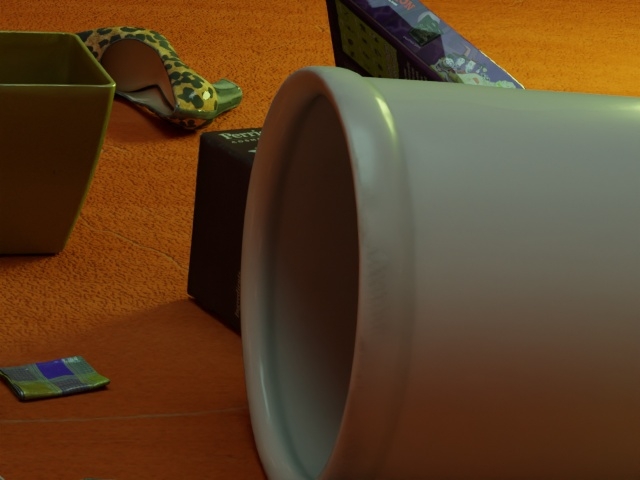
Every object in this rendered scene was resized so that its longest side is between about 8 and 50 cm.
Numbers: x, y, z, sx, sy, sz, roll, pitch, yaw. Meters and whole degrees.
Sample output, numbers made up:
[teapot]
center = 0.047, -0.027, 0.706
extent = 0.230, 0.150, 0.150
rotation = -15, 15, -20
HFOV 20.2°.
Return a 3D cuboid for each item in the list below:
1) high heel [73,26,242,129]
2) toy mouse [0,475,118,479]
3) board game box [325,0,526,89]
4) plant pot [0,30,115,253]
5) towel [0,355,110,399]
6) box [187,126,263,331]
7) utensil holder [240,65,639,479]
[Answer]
[high heel]
center = -0.241, -0.212, 2.289
extent = 0.261, 0.093, 0.186
rotation = 19, 16, 10
[toy mouse]
center = -0.149, 0.205, 1.246
extent = 0.143, 0.031, 0.161
rotation = 0, 21, -16
[board game box]
center = 0.100, -0.101, 1.651
extent = 0.056, 0.347, 0.208
rotation = -38, 68, -12
[plant pot]
center = -0.335, -0.095, 1.804
extent = 0.212, 0.187, 0.212
rotation = -1, 20, -19
[towel]
center = -0.225, 0.115, 1.510
extent = 0.083, 0.009, 0.060
rotation = -6, 22, -29
[box]
center = 0.000, 0.000, 1.661
extent = 0.168, 0.167, 0.203
rotation = -7, 23, -33
[utensil holder]
center = 0.161, 0.042, 1.379
extent = 0.385, 0.328, 0.327
rotation = 3, 20, -17
